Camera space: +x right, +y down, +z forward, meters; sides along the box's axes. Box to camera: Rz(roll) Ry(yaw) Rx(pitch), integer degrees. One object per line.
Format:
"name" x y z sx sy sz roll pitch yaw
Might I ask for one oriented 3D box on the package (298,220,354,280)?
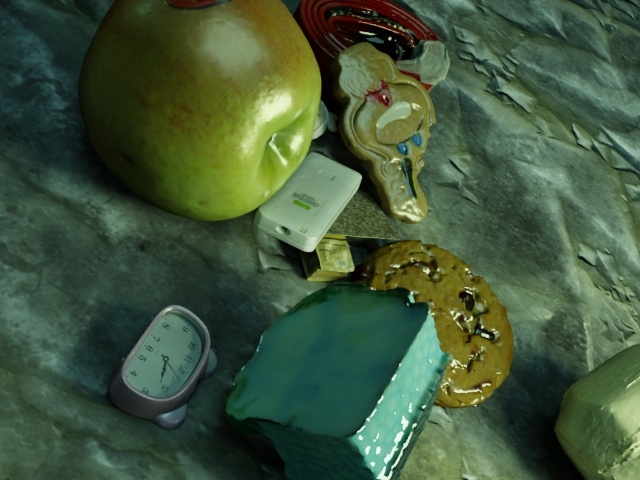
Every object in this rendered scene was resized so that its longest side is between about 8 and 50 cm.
"package" 0.000 0.000 1.307 0.071 0.047 0.131 3 56 -32

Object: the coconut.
"coconut" 0.498 0.280 1.243 0.247 0.245 0.245 -34 76 -3

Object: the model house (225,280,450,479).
"model house" 0.049 0.226 1.111 0.261 0.226 0.241 -52 128 -39

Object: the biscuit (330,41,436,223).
"biscuit" 0.118 -0.184 1.419 0.183 0.047 0.320 -3 80 -23

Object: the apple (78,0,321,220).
"apple" -0.156 -0.201 1.167 0.338 0.338 0.305 -27 65 -40

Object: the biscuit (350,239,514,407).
"biscuit" 0.178 0.122 1.306 0.296 0.075 0.296 15 51 -20

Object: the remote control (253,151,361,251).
"remote control" -0.015 -0.066 1.307 0.103 0.034 0.250 26 32 6

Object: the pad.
"pad" 0.000 -0.055 1.339 0.235 0.003 0.158 3 35 -28

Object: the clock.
"clock" -0.194 0.161 1.079 0.110 0.050 0.153 34 48 -5

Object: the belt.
"belt" 0.089 -0.342 1.561 0.324 0.115 0.227 13 56 -20

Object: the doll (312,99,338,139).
"doll" -0.022 -0.215 1.423 0.127 0.084 0.073 1 58 -21
